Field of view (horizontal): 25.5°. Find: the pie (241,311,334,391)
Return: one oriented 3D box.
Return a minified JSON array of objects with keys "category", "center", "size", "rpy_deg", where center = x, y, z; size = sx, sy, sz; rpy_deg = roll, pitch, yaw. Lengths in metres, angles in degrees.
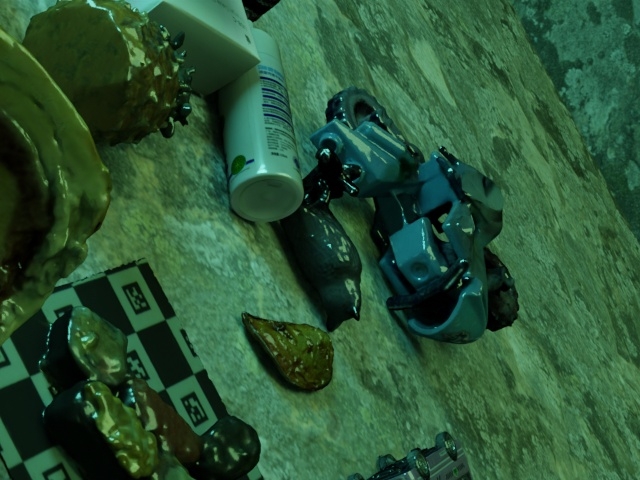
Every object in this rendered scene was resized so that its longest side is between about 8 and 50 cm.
[{"category":"pie","center":[-0.021,0.130,1.618],"size":[0.191,0.033,0.088],"rpy_deg":[18,51,-58]}]

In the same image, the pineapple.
[{"category":"pineapple","center":[-0.203,-0.164,1.475],"size":[0.158,0.158,0.279],"rpy_deg":[64,11,7]}]

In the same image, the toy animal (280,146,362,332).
[{"category":"toy animal","center":[-0.001,0.003,1.733],"size":[0.117,0.121,0.210],"rpy_deg":[11,57,-37]}]

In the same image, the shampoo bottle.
[{"category":"shampoo bottle","center":[-0.083,-0.165,1.753],"size":[0.092,0.092,0.303],"rpy_deg":[37,33,-44]}]

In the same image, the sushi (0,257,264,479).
[{"category":"sushi","center":[-0.141,0.179,1.276],"size":[0.343,0.064,0.359],"rpy_deg":[62,23,3]}]

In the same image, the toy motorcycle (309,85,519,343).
[{"category":"toy motorcycle","center":[0.135,-0.019,1.935],"size":[0.416,0.172,0.232],"rpy_deg":[54,33,-12]}]

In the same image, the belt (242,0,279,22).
[{"category":"belt","center":[-0.173,-0.451,1.893],"size":[0.359,0.094,0.126],"rpy_deg":[60,22,-3]}]

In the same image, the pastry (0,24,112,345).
[{"category":"pastry","center":[-0.295,-0.045,1.042],"size":[0.256,0.237,0.170],"rpy_deg":[49,-8,-10]}]

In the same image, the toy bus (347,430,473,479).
[{"category":"toy bus","center":[0.109,0.293,1.616],"size":[0.108,0.096,0.199],"rpy_deg":[68,21,5]}]

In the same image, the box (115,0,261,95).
[{"category":"box","center":[-0.194,-0.324,1.699],"size":[0.203,0.106,0.251],"rpy_deg":[26,42,-55]}]
